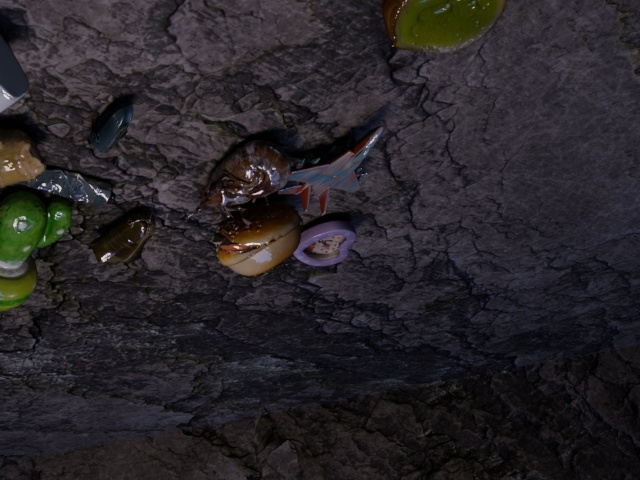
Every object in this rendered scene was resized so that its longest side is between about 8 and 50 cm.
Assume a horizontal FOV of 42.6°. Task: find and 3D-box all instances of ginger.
[{"bbox_3d":[-0.728,-0.164,1.621,0.354,0.126,0.190,6,156,-24],"label":"ginger"}]

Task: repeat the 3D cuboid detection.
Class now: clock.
[{"bbox_3d":[0.000,0.000,2.226,0.172,0.064,0.198,-3,150,-15],"label":"clock"}]

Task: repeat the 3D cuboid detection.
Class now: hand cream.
[{"bbox_3d":[-0.574,-0.120,1.819,0.248,0.052,0.075,10,143,-34],"label":"hand cream"}]

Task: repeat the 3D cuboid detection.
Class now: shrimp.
[{"bbox_3d":[-0.197,-0.117,1.900,0.145,0.116,0.343,39,131,-25],"label":"shrimp"}]

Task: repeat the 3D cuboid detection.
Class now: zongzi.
[{"bbox_3d":[-0.448,-0.005,2.056,0.187,0.084,0.184,-30,161,22],"label":"zongzi"}]

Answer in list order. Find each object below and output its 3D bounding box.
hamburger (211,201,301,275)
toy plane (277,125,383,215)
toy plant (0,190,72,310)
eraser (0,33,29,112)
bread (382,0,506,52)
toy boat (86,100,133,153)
[{"bbox_3d":[-0.150,-0.013,2.004,0.237,0.237,0.147,-21,114,16],"label":"hamburger"},{"bbox_3d":[0.042,-0.180,1.889,0.223,0.104,0.326,9,141,-34],"label":"toy plane"},{"bbox_3d":[-0.723,0.004,1.906,0.224,0.184,0.316,8,130,-40],"label":"toy plant"},{"bbox_3d":[-0.668,-0.266,1.432,0.290,0.104,0.189,-27,117,25],"label":"eraser"},{"bbox_3d":[0.230,-0.438,1.531,0.236,0.070,0.236,-10,152,-5],"label":"bread"},{"bbox_3d":[-0.418,-0.236,1.668,0.060,0.055,0.141,-14,161,-48],"label":"toy boat"}]
